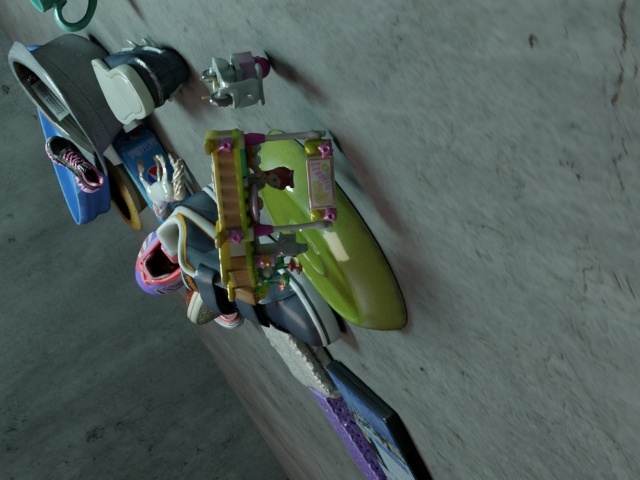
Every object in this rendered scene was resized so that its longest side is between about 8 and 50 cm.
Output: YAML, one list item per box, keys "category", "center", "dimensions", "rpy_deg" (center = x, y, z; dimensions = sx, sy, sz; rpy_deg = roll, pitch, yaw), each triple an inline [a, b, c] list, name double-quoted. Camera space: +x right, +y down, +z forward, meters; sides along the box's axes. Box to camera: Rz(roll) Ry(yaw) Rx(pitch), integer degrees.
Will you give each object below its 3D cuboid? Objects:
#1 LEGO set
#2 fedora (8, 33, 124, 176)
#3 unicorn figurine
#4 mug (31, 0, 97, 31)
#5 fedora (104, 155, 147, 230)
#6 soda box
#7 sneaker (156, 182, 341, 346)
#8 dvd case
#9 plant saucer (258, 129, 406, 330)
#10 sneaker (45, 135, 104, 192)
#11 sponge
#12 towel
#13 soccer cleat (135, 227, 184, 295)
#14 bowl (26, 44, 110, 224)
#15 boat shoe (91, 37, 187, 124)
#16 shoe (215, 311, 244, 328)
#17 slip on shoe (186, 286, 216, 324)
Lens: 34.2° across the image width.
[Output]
- category: "LEGO set"
  center: [-0.040, -0.024, 0.944]
  dimensions: [0.132, 0.107, 0.287]
  rpy_deg: [-98, 3, -49]
- category: "fedora"
  center: [-0.394, -0.246, 1.731]
  dimensions: [0.275, 0.124, 0.243]
  rpy_deg: [37, 160, 38]
- category: "unicorn figurine"
  center: [-0.261, -0.088, 1.728]
  dimensions: [0.162, 0.060, 0.111]
  rpy_deg: [-173, 67, -72]
- category: "mug"
  center: [-0.328, -0.349, 1.274]
  dimensions: [0.129, 0.097, 0.157]
  rpy_deg: [43, 163, 44]
- category: "fedora"
  center: [-0.410, -0.114, 2.256]
  dimensions: [0.194, 0.079, 0.194]
  rpy_deg: [50, 159, 27]
- category: "soda box"
  center: [-0.281, -0.096, 1.825]
  dimensions: [0.071, 0.067, 0.210]
  rpy_deg: [38, 158, 56]
- category: "sneaker"
  center: [-0.103, 0.053, 1.393]
  dimensions: [0.321, 0.127, 0.126]
  rpy_deg: [44, 162, 39]
- category: "dvd case"
  center: [0.103, 0.297, 1.471]
  dimensions: [0.180, 0.022, 0.253]
  rpy_deg: [34, 155, 58]
- category: "plant saucer"
  center: [0.000, 0.000, 1.055]
  dimensions: [0.241, 0.037, 0.241]
  rpy_deg: [53, 168, 16]
- category: "sneaker"
  center: [-0.400, -0.128, 1.715]
  dimensions: [0.119, 0.047, 0.057]
  rpy_deg: [46, 162, -22]
- category: "sponge"
  center: [0.058, 0.323, 1.690]
  dimensions: [0.210, 0.031, 0.117]
  rpy_deg: [57, 168, -8]
- category: "towel"
  center: [-0.066, 0.118, 1.593]
  dimensions: [0.282, 0.049, 0.187]
  rpy_deg: [57, 169, -7]
- category: "soccer cleat"
  center: [-0.268, 0.035, 1.769]
  dimensions: [0.108, 0.116, 0.318]
  rpy_deg: [51, 146, -3]
- category: "bowl"
  center: [-0.535, -0.229, 2.222]
  dimensions: [0.391, 0.077, 0.391]
  rpy_deg: [163, 90, -73]
- category: "boat shoe"
  center: [-0.230, -0.206, 1.313]
  dimensions: [0.095, 0.079, 0.254]
  rpy_deg: [61, 165, -13]
- category: "shoe"
  center: [-0.216, 0.096, 2.082]
  dimensions: [0.178, 0.063, 0.081]
  rpy_deg: [54, 174, 31]
- category: "slip on shoe"
  center: [-0.197, 0.084, 1.873]
  dimensions: [0.101, 0.123, 0.331]
  rpy_deg: [60, 173, 3]
